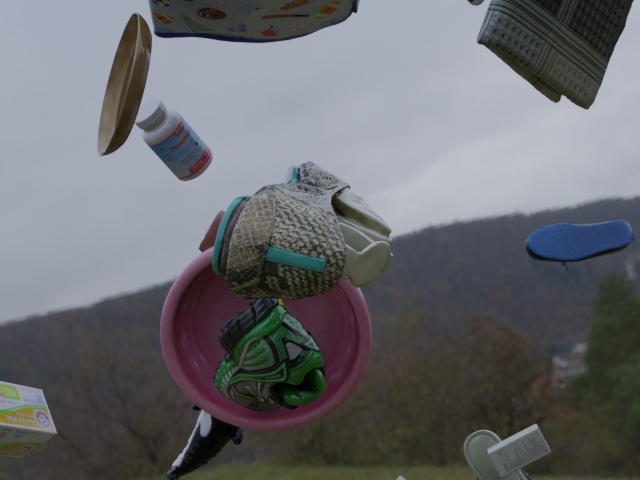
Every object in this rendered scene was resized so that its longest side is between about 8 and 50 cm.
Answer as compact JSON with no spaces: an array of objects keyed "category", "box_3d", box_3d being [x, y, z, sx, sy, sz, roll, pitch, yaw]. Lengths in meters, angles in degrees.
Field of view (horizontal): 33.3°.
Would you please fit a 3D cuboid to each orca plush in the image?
[{"category":"orca plush","box_3d":[-0.223,0.415,2.330,0.102,0.151,0.287,23,58,37]}]

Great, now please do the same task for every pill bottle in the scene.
[{"category":"pill bottle","box_3d":[-0.286,-0.196,2.067,0.087,0.087,0.160,-20,-51,28]}]

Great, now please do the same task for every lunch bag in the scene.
[{"category":"lunch bag","box_3d":[-0.107,-0.502,1.903,0.386,0.238,0.328,6,-11,-2]}]

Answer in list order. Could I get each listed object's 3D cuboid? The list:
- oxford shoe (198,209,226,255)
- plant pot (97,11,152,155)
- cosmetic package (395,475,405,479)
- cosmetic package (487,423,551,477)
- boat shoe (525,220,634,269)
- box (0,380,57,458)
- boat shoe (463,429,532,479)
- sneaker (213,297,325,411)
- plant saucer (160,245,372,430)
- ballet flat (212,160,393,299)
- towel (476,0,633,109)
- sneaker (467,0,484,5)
[{"category":"oxford shoe","box_3d":[-0.260,0.109,2.512,0.130,0.348,0.123,27,2,-6]},{"category":"plant pot","box_3d":[-0.310,-0.246,1.710,0.032,0.236,0.236,12,-18,-20]},{"category":"cosmetic package","box_3d":[0.048,0.621,1.989,0.284,0.097,0.377,-44,-14,-31]},{"category":"cosmetic package","box_3d":[0.402,0.426,2.173,0.115,0.060,0.041,-28,1,8]},{"category":"boat shoe","box_3d":[0.572,0.018,2.385,0.258,0.109,0.089,-1,-21,-14]},{"category":"box","box_3d":[-0.647,0.359,2.157,0.103,0.114,0.203,-36,-28,15]},{"category":"boat shoe","box_3d":[0.428,0.580,2.389,0.127,0.340,0.113,-34,-13,9]},{"category":"sneaker","box_3d":[-0.069,0.200,1.568,0.134,0.146,0.343,-39,-15,-15]},{"category":"plant saucer","box_3d":[-0.084,0.140,1.703,0.332,0.332,0.084,-17,18,8]},{"category":"ballet flat","box_3d":[0.000,0.000,1.316,0.182,0.164,0.483,15,8,4]},{"category":"towel","box_3d":[0.396,-0.397,1.716,0.324,0.312,0.056,22,1,-45]},{"category":"sneaker","box_3d":[0.224,-0.572,1.982,0.147,0.295,0.104,-3,-13,-26]}]
